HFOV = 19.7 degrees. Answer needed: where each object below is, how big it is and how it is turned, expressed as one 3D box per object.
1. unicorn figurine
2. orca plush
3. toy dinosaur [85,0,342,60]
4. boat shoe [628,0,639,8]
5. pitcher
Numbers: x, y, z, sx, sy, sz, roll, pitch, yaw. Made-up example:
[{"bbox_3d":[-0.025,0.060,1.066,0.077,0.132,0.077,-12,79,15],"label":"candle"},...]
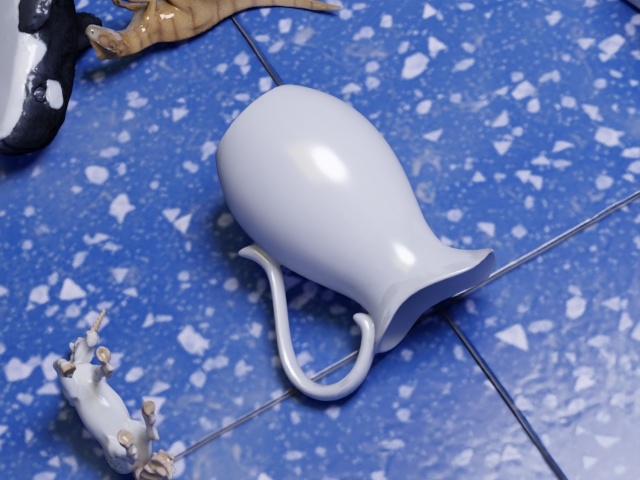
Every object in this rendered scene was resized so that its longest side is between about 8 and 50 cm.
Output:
[{"bbox_3d":[-0.159,0.115,1.349,0.060,0.111,0.162,-17,73,-14],"label":"unicorn figurine"},{"bbox_3d":[-0.240,-0.186,1.556,0.151,0.102,0.287,-51,43,28],"label":"orca plush"},{"bbox_3d":[-0.104,-0.200,1.554,0.212,0.064,0.112,-19,72,-18],"label":"toy dinosaur"},{"bbox_3d":[0.297,-0.253,1.505,0.119,0.121,0.335,-35,73,-21],"label":"boat shoe"},{"bbox_3d":[0.000,0.000,1.387,0.178,0.125,0.207,-43,75,-1],"label":"pitcher"}]
